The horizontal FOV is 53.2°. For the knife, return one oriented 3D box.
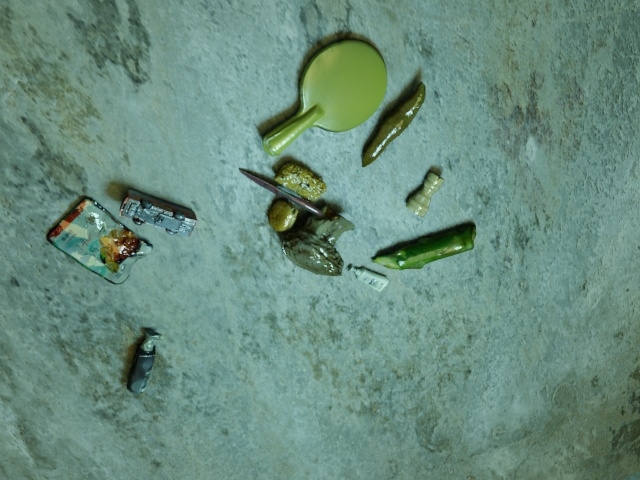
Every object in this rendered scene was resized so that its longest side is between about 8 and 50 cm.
[{"bbox_3d":[-0.103,-0.125,1.665,0.247,0.035,0.018,28,71,-13],"label":"knife"}]

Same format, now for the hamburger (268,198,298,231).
[{"bbox_3d":[-0.102,-0.067,1.699,0.044,0.076,0.083,-4,122,-51],"label":"hamburger"}]

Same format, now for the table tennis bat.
[{"bbox_3d":[0.007,-0.337,1.580,0.368,0.054,0.224,-40,126,3],"label":"table tennis bat"}]

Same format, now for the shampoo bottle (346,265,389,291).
[{"bbox_3d":[0.140,0.108,1.909,0.141,0.034,0.049,28,116,-30],"label":"shampoo bottle"}]

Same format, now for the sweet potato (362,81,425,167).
[{"bbox_3d":[0.185,-0.293,1.658,0.067,0.067,0.274,26,116,-30],"label":"sweet potato"}]

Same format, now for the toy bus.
[{"bbox_3d":[-0.404,-0.067,1.594,0.192,0.077,0.065,20,111,-30],"label":"toy bus"}]

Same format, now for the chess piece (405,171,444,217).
[{"bbox_3d":[0.298,-0.131,1.798,0.066,0.066,0.122,25,105,-30],"label":"chess piece"}]

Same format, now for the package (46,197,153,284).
[{"bbox_3d":[-0.552,0.011,1.618,0.166,0.040,0.232,-41,123,10],"label":"package"}]

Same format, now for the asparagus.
[{"bbox_3d":[0.321,0.030,1.894,0.342,0.085,0.082,-17,149,-11],"label":"asparagus"}]

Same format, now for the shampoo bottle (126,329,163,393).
[{"bbox_3d":[-0.504,0.345,1.831,0.063,0.057,0.208,11,117,-23],"label":"shampoo bottle"}]

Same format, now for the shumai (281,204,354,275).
[{"bbox_3d":[0.000,0.000,1.746,0.176,0.166,0.206,-65,147,-13],"label":"shumai"}]

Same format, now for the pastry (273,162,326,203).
[{"bbox_3d":[-0.052,-0.154,1.670,0.080,0.056,0.140,-40,131,18],"label":"pastry"}]
